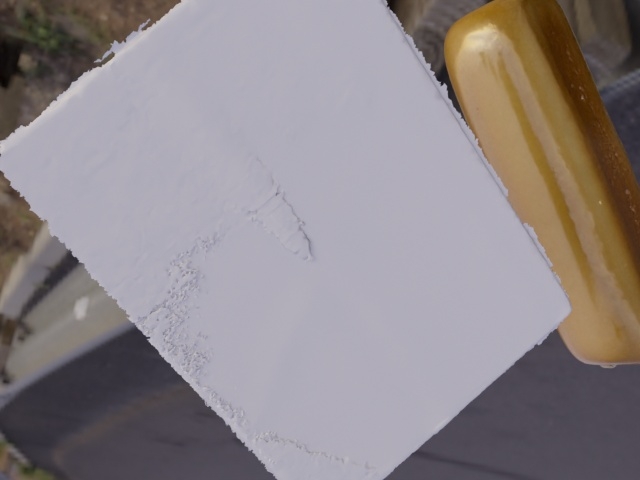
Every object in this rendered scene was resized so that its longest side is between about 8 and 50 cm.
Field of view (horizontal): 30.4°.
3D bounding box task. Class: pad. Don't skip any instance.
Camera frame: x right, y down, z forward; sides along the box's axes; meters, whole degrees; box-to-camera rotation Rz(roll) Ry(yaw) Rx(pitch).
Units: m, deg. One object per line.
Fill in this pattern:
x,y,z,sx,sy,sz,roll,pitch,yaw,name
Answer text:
0.000,0.000,0.472,0.232,0.156,0.004,53,174,-30,pad

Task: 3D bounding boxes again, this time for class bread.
0.148,-0.033,0.721,0.074,0.239,0.092,-24,178,36,bread
